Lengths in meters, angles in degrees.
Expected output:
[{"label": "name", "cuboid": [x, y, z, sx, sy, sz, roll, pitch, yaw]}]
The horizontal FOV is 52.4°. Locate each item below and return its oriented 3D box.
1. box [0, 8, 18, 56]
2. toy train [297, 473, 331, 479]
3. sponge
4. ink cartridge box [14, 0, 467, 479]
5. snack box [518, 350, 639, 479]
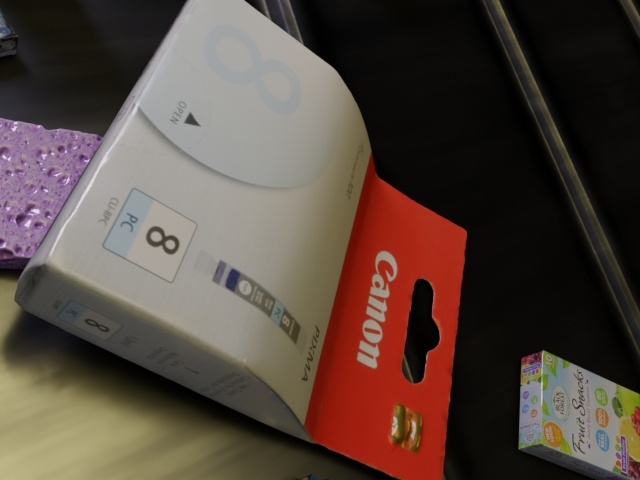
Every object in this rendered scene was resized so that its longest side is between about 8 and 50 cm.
[{"label": "box", "cuboid": [-0.328, -0.204, 0.532, 0.094, 0.027, 0.137, -31, 84, -37]}, {"label": "toy train", "cuboid": [0.037, 0.235, 0.518, 0.158, 0.027, 0.036, 39, 49, -8]}, {"label": "sponge", "cuboid": [-0.198, -0.032, 0.517, 0.210, 0.031, 0.117, 5, 64, -28]}, {"label": "ink cartridge box", "cuboid": [0.000, 0.000, 0.556, 0.385, 0.091, 0.308, 31, 51, -20]}, {"label": "snack box", "cuboid": [0.272, 0.187, 0.674, 0.141, 0.037, 0.100, 25, 55, -17]}]
